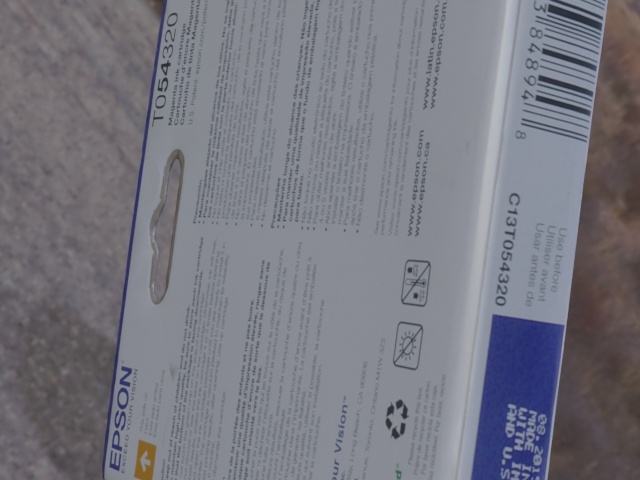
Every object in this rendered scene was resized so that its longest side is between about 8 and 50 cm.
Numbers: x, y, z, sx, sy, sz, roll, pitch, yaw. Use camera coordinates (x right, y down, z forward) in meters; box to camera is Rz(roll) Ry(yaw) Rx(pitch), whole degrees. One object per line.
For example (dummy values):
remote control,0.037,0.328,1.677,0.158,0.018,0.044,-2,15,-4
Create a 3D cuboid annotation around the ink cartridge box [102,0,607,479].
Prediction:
ink cartridge box,0.000,0.000,0.674,0.071,0.324,0.330,9,-2,-32
